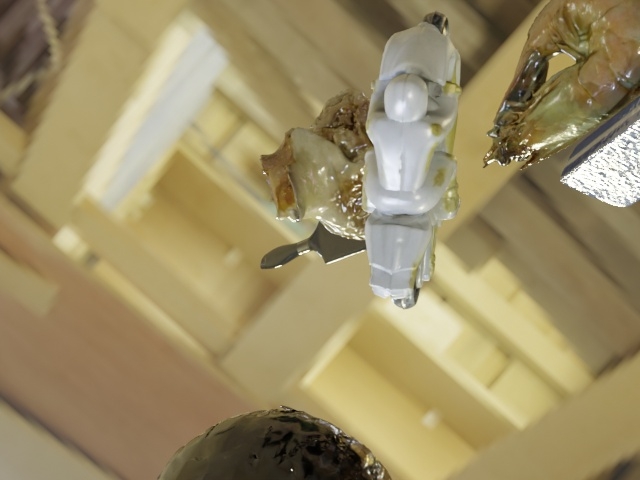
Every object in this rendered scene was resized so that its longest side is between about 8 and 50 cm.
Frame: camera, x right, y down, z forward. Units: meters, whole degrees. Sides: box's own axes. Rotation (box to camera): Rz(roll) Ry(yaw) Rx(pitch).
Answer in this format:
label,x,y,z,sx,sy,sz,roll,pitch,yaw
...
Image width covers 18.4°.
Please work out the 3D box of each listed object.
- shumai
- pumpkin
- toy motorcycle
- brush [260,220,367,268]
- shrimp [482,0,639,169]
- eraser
label,x,y,z,sx,sy,sz,roll,pitch,yaw
shumai,0.008,-0.058,1.851,0.116,0.145,0.145,-18,158,-46
pumpkin,-0.038,0.253,1.694,0.233,0.233,0.163,-47,-174,32
toy motorcycle,0.067,-0.067,1.415,0.151,0.074,0.229,59,39,-75
brush,0.000,0.000,2.282,0.193,0.063,0.016,-20,156,37
shrimp,0.239,-0.160,1.990,0.061,0.145,0.267,-8,150,-38
eraser,0.319,-0.098,1.891,0.225,0.082,0.036,-41,-149,58
